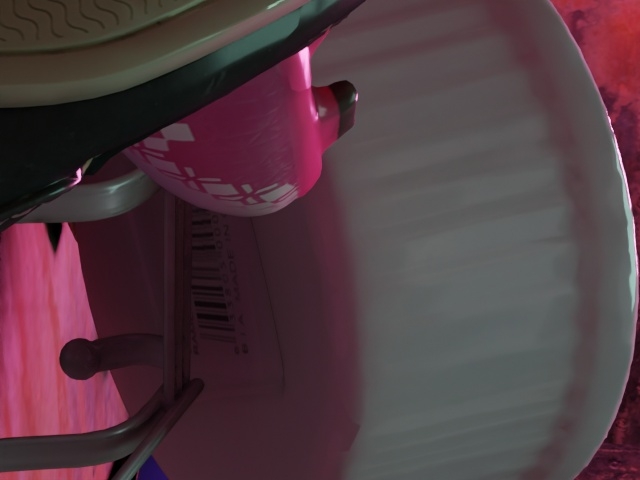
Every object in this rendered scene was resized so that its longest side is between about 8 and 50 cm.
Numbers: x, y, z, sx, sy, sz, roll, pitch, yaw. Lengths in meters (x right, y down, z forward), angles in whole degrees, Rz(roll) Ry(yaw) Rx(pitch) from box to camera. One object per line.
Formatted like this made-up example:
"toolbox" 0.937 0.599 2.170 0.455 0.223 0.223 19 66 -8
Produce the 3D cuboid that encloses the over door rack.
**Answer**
"over door rack" -0.112 0.015 0.670 0.324 0.108 0.239 -73 167 -64

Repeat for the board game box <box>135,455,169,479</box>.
"board game box" -0.079 0.224 1.360 0.347 0.078 0.233 -88 180 -68

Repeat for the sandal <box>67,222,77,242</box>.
"sandal" -0.113 -0.090 0.979 0.079 0.088 0.240 60 -21 28

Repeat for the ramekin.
"ramekin" 0.000 0.000 0.867 0.277 0.135 0.277 30 -54 51

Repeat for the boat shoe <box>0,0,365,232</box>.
"boat shoe" -0.087 -0.026 0.368 0.084 0.233 0.079 52 -23 25

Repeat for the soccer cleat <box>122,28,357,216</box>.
"soccer cleat" -0.093 -0.106 0.441 0.116 0.143 0.331 62 -4 38
